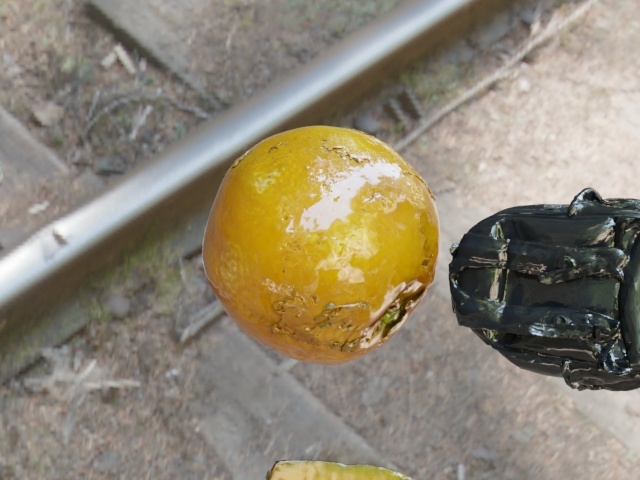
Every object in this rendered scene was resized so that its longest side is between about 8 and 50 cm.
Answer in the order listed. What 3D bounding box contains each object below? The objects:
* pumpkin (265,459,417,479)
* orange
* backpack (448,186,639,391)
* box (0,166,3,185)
[{"bbox_3d":[-0.014,0.298,0.822,0.139,0.280,0.190,16,43,4],"label":"pumpkin"},{"bbox_3d":[0.000,0.000,1.251,0.246,0.246,0.246,7,53,-10],"label":"orange"},{"bbox_3d":[0.255,0.048,1.225,0.258,0.133,0.206,5,92,25],"label":"backpack"},{"bbox_3d":[-0.347,-0.041,0.882,0.210,0.129,0.148,-25,103,7],"label":"box"}]
